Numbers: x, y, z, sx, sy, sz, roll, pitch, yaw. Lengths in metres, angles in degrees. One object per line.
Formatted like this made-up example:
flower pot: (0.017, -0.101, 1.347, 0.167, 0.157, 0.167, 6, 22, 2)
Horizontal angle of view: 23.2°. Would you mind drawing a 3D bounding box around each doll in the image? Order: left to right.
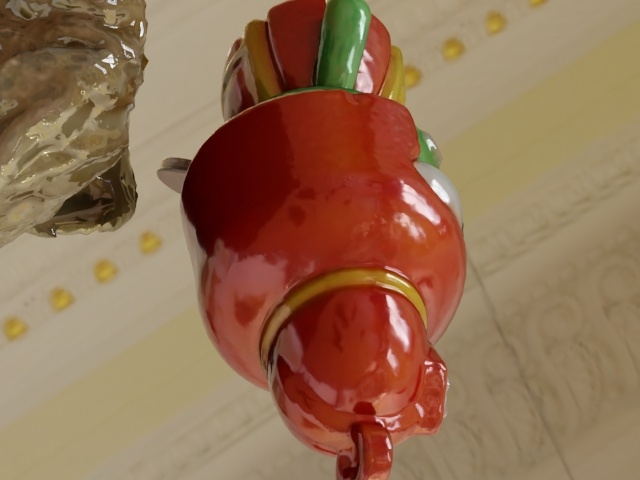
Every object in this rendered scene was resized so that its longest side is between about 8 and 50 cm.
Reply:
doll: (0.001, 0.000, 0.930, 0.160, 0.183, 0.363, 7, -137, -20)

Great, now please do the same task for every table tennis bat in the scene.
table tennis bat: (-0.053, -0.025, 1.246, 0.130, 0.220, 0.019, 16, -99, 18)

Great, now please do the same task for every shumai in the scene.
shumai: (-0.179, -0.123, 0.931, 0.267, 0.262, 0.314, 19, -92, 21)
